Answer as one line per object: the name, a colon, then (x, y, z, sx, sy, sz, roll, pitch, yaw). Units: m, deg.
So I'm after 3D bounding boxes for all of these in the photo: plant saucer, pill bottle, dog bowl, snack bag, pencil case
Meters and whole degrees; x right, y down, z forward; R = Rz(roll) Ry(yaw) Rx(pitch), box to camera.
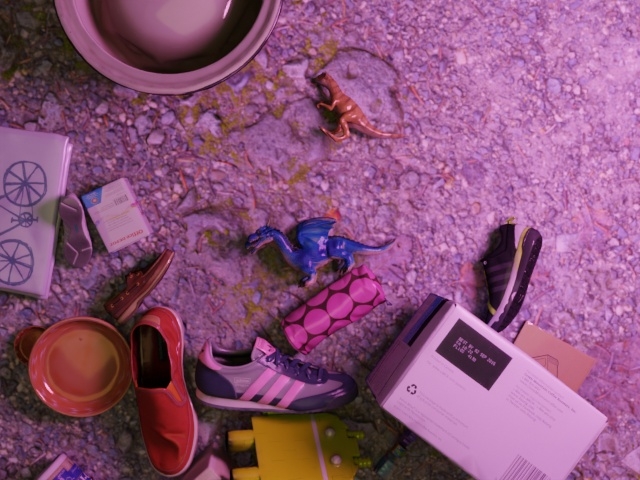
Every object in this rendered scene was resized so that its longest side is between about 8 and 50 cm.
plant saucer: (-0.559, 0.208, 1.635, 0.083, 0.013, 0.083, 0, 95, -3)
pill bottle: (-0.474, 0.515, 1.613, 0.112, 0.112, 0.187, -45, 96, 1)
dog bowl: (-0.264, -0.457, 1.506, 0.408, 0.150, 0.408, 0, 93, 0)
snack bag: (-0.670, -0.067, 1.597, 0.343, 0.037, 0.323, 9, 93, -4)
plant saucer: (-0.464, 0.244, 1.622, 0.200, 0.037, 0.200, -1, 96, -8)
pencil case: (0.028, 0.140, 1.621, 0.209, 0.098, 0.095, -32, 61, 2)

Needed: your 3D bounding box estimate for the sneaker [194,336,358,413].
sneaker: (-0.083, 0.254, 1.603, 0.319, 0.112, 0.131, 1, 107, -4)

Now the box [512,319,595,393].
box: (0.435, 0.286, 1.683, 0.164, 0.021, 0.201, 30, 93, -4)

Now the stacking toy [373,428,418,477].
stacking toy: (0.152, 0.421, 1.669, 0.167, 0.052, 0.221, 42, 93, -3)

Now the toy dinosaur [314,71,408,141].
toy dinosaur: (0.061, -0.235, 1.604, 0.211, 0.064, 0.112, 43, 90, -5)

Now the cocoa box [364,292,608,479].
cocoa box: (0.291, 0.291, 1.530, 0.347, 0.228, 0.231, 37, 89, -4)

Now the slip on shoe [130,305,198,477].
slip on shoe: (-0.310, 0.294, 1.596, 0.123, 0.101, 0.331, -3, 93, 16)

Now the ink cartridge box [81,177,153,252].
ink cartridge box: (-0.390, -0.048, 1.603, 0.088, 0.052, 0.122, -25, 94, 0)

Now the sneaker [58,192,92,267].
sneaker: (-0.469, -0.020, 1.604, 0.054, 0.061, 0.152, -3, 114, -10)

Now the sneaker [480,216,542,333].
sneaker: (0.360, 0.069, 1.648, 0.097, 0.084, 0.234, 24, 99, 30)

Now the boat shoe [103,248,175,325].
boat shoe: (-0.351, 0.082, 1.609, 0.060, 0.064, 0.178, 39, 94, -7)

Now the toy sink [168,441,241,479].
toy sink: (-0.252, 0.531, 1.605, 0.234, 0.153, 0.131, -41, 96, 0)

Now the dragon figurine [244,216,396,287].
dragon figurine: (0.000, 0.000, 1.608, 0.289, 0.085, 0.144, -18, 95, 0)

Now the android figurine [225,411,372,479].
android figurine: (-0.040, 0.407, 1.578, 0.273, 0.248, 0.056, 0, 132, -12)
